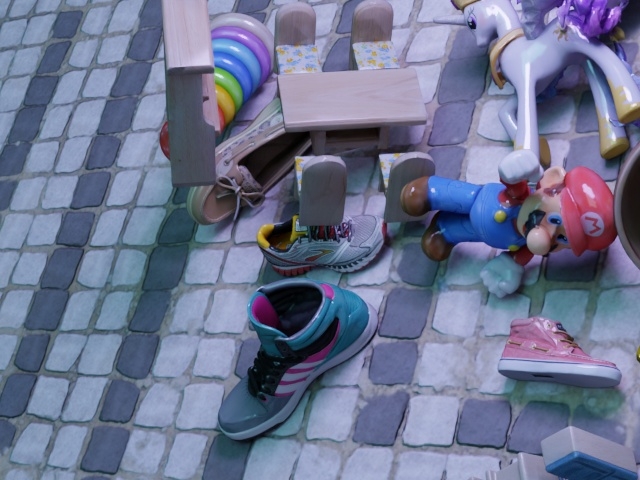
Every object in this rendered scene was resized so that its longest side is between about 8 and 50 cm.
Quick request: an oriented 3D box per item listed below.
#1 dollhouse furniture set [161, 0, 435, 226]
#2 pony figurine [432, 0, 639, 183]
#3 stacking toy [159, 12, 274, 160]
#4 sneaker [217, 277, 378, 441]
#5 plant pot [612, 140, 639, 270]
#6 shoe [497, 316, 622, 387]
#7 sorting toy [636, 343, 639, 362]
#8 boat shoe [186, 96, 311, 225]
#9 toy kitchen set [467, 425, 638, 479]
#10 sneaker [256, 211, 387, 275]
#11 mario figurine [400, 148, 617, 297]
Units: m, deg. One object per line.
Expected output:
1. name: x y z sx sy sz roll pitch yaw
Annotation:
1. dollhouse furniture set: -0.037 -0.235 2.013 0.394 0.256 0.362 -4 50 -7
2. pony figurine: 0.354 -0.297 1.923 0.351 0.303 0.363 -31 63 26
3. stacking toy: -0.181 -0.246 2.253 0.141 0.141 0.330 -12 36 29
4. sneaker: -0.069 0.163 1.945 0.295 0.178 0.124 -43 47 4
5. plant pot: 0.492 -0.053 1.710 0.237 0.237 0.110 -35 8 11
6. shoe: 0.321 0.146 1.763 0.178 0.063 0.081 1 67 40
7. sorting toy: 0.533 0.115 1.614 0.307 0.041 0.229 -14 56 8
8. boat shoe: -0.108 -0.131 2.216 0.285 0.104 0.089 -48 44 -3
9. toy kitchen set: 0.287 0.357 1.641 0.207 0.122 0.166 -37 44 37
10. sneaker: 0.000 0.000 2.063 0.225 0.093 0.088 -12 54 27
11. mario figurine: 0.253 -0.022 1.805 0.321 0.198 0.170 -1 74 42
